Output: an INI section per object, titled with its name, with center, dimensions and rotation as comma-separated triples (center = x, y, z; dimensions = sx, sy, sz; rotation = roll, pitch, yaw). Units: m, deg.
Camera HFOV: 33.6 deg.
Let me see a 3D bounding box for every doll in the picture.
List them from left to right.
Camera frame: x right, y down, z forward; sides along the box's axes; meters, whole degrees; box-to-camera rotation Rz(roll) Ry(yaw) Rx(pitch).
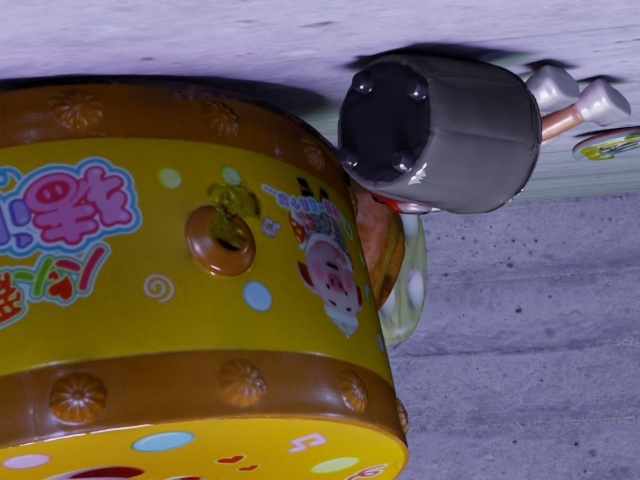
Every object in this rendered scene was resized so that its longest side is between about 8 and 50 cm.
[doll]
center = 0.104, -0.070, 0.782
dimensions = 0.217, 0.085, 0.183
rotation = -16, 174, 34

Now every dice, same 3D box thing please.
[dice]
center = 0.005, 0.037, 1.601
dimensions = 0.254, 0.252, 0.249
rotation = -6, 177, 31

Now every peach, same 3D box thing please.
[peach]
center = 0.000, 0.000, 1.165
dimensions = 0.214, 0.214, 0.235
rotation = -5, -170, 38

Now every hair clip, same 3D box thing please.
[hair clip]
center = 0.356, -0.106, 1.132
dimensions = 0.188, 0.033, 0.060
rotation = -2, 178, 31

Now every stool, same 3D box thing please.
[stool]
center = 0.070, -0.064, 0.629
dimensions = 0.110, 0.096, 0.096
rotation = 4, 174, -43

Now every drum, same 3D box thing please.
[drum]
center = -0.158, 0.093, 0.737
dimensions = 0.431, 0.214, 0.431
rotation = -11, 154, -5
